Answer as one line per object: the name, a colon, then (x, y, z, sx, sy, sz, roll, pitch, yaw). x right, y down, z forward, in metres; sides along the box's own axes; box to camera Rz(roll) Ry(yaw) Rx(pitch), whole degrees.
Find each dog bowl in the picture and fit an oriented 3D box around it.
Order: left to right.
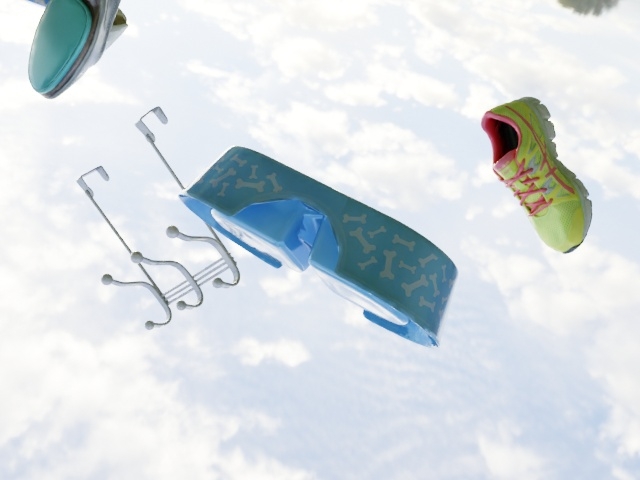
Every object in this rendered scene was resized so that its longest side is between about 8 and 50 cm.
dog bowl: (0.000, 0.000, 0.667, 0.297, 0.074, 0.166, 27, 169, 20)

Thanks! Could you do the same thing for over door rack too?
over door rack: (-0.299, -0.023, 1.162, 0.108, 0.239, 0.324, -24, -94, -51)

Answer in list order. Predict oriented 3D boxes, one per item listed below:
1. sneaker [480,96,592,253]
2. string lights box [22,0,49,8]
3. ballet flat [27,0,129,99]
sneaker: (0.252, -0.077, 0.833, 0.094, 0.081, 0.209, -8, -111, -33)
string lights box: (-0.487, -0.467, 1.142, 0.259, 0.134, 0.076, 11, -172, -35)
ballet flat: (-0.185, -0.210, 0.579, 0.072, 0.213, 0.068, 46, -149, 25)
